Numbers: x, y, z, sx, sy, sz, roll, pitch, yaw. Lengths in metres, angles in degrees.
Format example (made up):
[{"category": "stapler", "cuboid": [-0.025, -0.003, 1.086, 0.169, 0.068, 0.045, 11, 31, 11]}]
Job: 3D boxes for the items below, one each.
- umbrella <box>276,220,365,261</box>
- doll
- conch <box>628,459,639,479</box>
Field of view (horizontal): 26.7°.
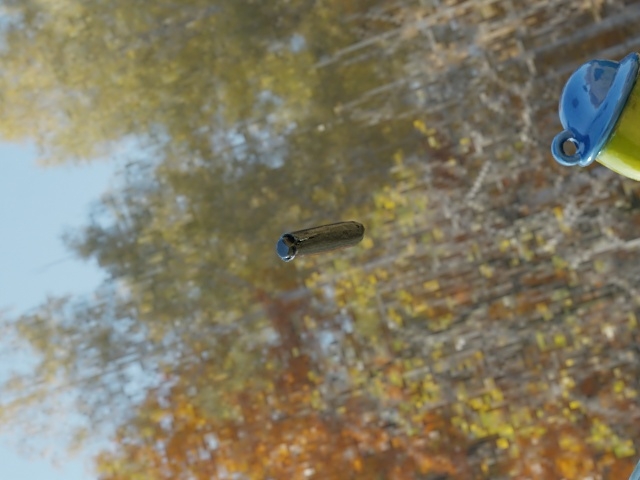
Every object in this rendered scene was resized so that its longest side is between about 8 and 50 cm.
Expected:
[{"category": "umbrella", "cuboid": [-0.001, 0.001, 1.465, 0.133, 0.031, 0.036, -10, -56, -51]}, {"category": "doll", "cuboid": [0.394, -0.117, 1.268, 0.145, 0.363, 0.199, 103, 156, -79]}, {"category": "conch", "cuboid": [0.270, 0.223, 0.664, 0.303, 0.215, 0.319, 36, -137, -36]}]
